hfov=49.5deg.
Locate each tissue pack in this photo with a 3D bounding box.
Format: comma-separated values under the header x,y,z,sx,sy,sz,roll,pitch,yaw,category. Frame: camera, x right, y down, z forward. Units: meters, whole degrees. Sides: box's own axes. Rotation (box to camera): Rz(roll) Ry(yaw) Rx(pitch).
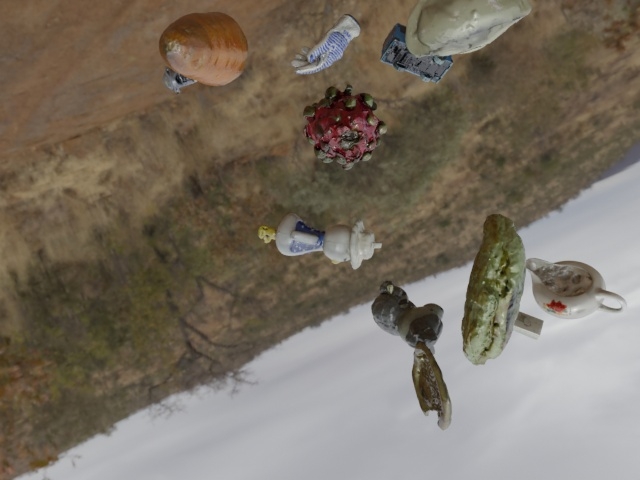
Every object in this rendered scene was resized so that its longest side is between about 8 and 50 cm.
x,y,z,sx,sy,sz,roll,pitch,yaw,category
0.483,0.197,1.685,0.023,0.108,0.056,98,18,-45,tissue pack

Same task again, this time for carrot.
x,y,z,sx,sy,sz,roll,pitch,yaw,category
-0.259,-0.391,1.436,0.159,0.159,0.225,-25,-172,23,carrot

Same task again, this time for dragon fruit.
x,y,z,sx,sy,sz,roll,pitch,yaw,category
0.042,-0.297,1.859,0.273,0.218,0.198,-9,-156,44,dragon fruit

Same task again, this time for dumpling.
x,y,z,sx,sy,sz,roll,pitch,yaw,category
0.344,-0.585,1.709,0.318,0.242,0.187,-15,-167,17,dumpling

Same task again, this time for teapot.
x,y,z,sx,sy,sz,roll,pitch,yaw,category
0.534,0.108,1.468,0.226,0.092,0.145,18,-124,38,teapot

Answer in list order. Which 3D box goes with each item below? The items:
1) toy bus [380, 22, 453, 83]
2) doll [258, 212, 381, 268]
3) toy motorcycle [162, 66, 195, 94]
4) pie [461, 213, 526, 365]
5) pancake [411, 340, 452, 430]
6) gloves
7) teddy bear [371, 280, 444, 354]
x,y,z,sx,sy,sz,roll,pitch,yaw,category
0.260,-0.514,1.901,0.185,0.106,0.090,16,144,-19,toy bus
0.000,0.000,1.638,0.293,0.119,0.138,5,172,15,doll
-0.362,-0.459,1.898,0.122,0.080,0.215,-19,-155,6,toy motorcycle
0.281,0.089,1.123,0.090,0.248,0.201,9,-141,11,pie
0.273,0.357,1.724,0.029,0.212,0.235,-10,180,-11,pancake
0.016,-0.538,1.939,0.229,0.097,0.119,-36,173,-3,gloves
0.267,0.233,1.936,0.144,0.171,0.251,-37,-137,-18,teddy bear
